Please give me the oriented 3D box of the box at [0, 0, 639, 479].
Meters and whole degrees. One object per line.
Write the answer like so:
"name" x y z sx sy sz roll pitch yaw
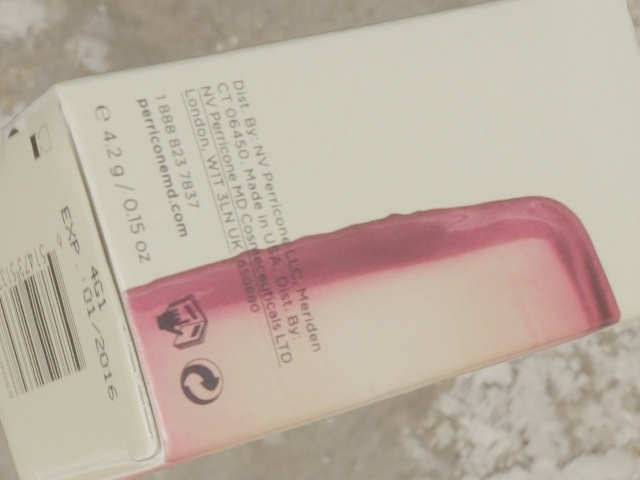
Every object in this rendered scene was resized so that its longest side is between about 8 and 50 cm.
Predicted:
"box" 0.000 0.000 0.636 0.232 0.148 0.127 -14 84 -29
